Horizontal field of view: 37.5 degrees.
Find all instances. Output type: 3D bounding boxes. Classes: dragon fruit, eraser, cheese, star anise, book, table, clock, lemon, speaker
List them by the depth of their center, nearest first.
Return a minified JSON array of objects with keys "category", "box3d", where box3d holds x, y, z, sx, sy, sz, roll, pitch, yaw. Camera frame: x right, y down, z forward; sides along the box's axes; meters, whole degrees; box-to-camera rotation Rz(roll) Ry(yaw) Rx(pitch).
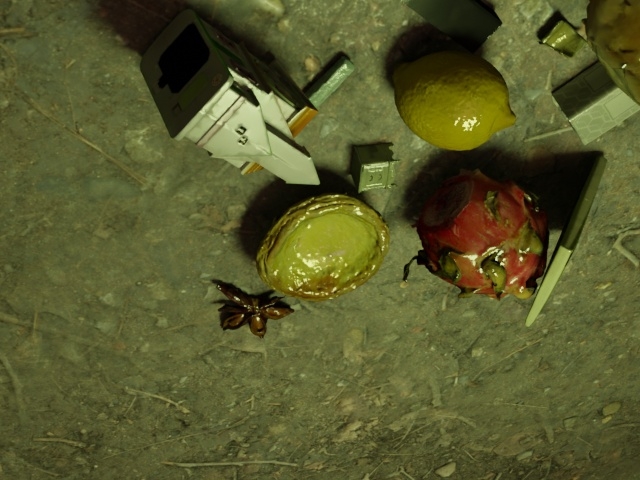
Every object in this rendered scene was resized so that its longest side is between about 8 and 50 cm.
[{"category":"clock","box3d":[-0.125,-0.223,1.602,0.166,0.235,0.309,-44,136,15]},{"category":"speaker","box3d":[0.221,-0.417,1.656,0.218,0.044,0.082,24,122,-36]},{"category":"lemon","box3d":[0.241,-0.257,1.725,0.244,0.187,0.187,23,131,6]},{"category":"cheese","box3d":[0.458,-0.378,1.778,0.084,0.041,0.060,29,113,-20]},{"category":"eraser","box3d":[0.652,-0.348,1.831,0.403,0.098,0.096,-35,134,17]},{"category":"table","box3d":[0.110,-0.145,1.880,0.083,0.062,0.079,-7,136,-12]},{"category":"dragon fruit","box3d":[0.348,0.010,1.952,0.291,0.269,0.250,42,151,-25]},{"category":"book","box3d":[0.523,-0.003,1.998,0.035,0.352,0.239,25,134,11]},{"category":"star anise","box3d":[-0.159,0.166,2.110,0.212,0.054,0.157,8,130,-28]}]

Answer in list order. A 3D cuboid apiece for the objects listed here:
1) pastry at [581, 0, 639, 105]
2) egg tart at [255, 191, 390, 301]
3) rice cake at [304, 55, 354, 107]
[{"category":"pastry","box3d":[0.642,-0.391,1.597,0.409,0.245,0.410,-4,131,-5]},{"category":"egg tart","box3d":[0.000,0.000,1.949,0.293,0.123,0.294,-7,133,-8]},{"category":"rice cake","box3d":[-0.003,-0.272,1.738,0.033,0.029,0.171,25,121,-40]}]
